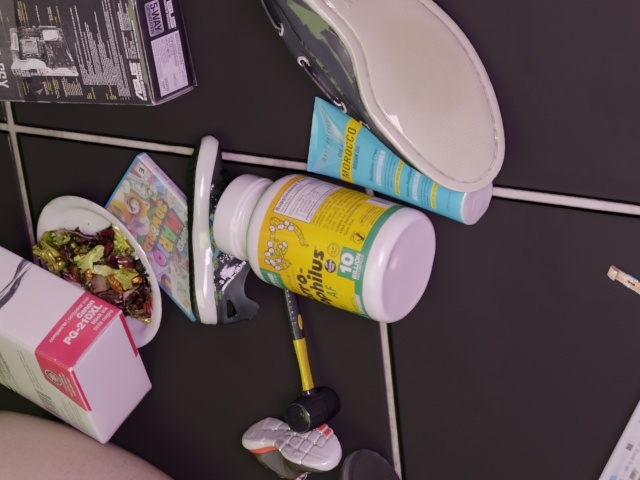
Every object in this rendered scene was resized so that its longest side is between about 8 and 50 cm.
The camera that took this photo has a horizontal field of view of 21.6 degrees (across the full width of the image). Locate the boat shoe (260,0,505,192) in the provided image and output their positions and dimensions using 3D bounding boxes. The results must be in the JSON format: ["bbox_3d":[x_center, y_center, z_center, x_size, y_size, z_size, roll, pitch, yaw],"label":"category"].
[{"bbox_3d":[0.039,-0.180,1.575,0.340,0.127,0.113,47,160,-4],"label":"boat shoe"}]

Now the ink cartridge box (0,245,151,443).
[{"bbox_3d":[-0.333,0.112,1.962,0.237,0.100,0.172,26,152,25],"label":"ink cartridge box"}]

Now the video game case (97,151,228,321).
[{"bbox_3d":[-0.170,-0.003,1.880,0.166,0.015,0.119,46,131,9],"label":"video game case"}]

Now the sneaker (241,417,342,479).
[{"bbox_3d":[-0.022,0.239,1.858,0.158,0.061,0.065,9,131,55],"label":"sneaker"}]

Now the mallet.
[{"bbox_3d":[-0.017,0.111,1.813,0.039,0.062,0.189,-4,94,37],"label":"mallet"}]

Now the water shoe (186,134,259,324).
[{"bbox_3d":[-0.101,-0.012,1.798,0.073,0.080,0.203,-147,57,-77],"label":"water shoe"}]

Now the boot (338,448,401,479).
[{"bbox_3d":[-0.003,0.352,1.884,0.229,0.091,0.263,1,107,43],"label":"boot"}]

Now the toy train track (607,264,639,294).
[{"bbox_3d":[0.301,0.051,1.552,0.083,0.014,0.048,34,128,20],"label":"toy train track"}]

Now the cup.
[{"bbox_3d":[-0.278,0.369,1.979,0.237,0.331,0.331,1,115,8],"label":"cup"}]

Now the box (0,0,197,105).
[{"bbox_3d":[-0.271,-0.297,1.770,0.242,0.076,0.307,4,114,36],"label":"box"}]

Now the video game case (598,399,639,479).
[{"bbox_3d":[0.409,0.263,1.561,0.300,0.036,0.329,33,128,20],"label":"video game case"}]

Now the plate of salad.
[{"bbox_3d":[-0.264,0.042,1.940,0.200,0.048,0.200,23,129,31],"label":"plate of salad"}]

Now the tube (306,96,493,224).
[{"bbox_3d":[0.071,-0.074,1.647,0.207,0.052,0.080,24,113,33],"label":"tube"}]

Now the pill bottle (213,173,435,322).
[{"bbox_3d":[0.000,0.000,1.685,0.208,0.117,0.117,19,122,29],"label":"pill bottle"}]
